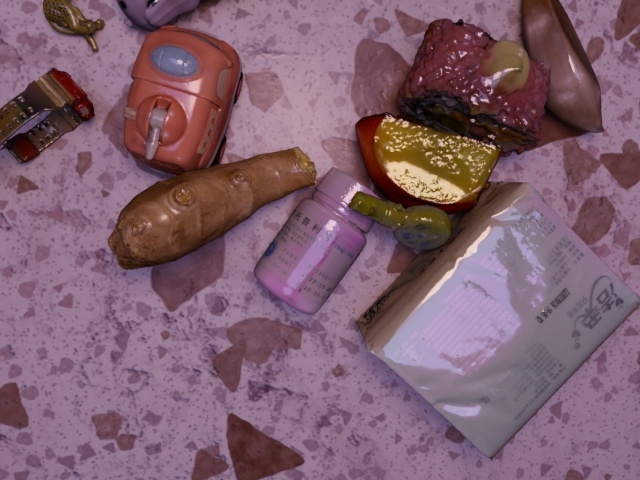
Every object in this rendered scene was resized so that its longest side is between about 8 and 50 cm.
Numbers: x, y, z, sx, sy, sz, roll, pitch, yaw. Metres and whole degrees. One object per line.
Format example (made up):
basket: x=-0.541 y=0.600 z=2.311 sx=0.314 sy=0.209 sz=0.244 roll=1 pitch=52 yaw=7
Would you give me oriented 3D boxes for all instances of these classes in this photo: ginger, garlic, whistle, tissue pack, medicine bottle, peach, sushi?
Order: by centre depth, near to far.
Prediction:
whistle: x=0.142 y=-0.042 z=0.958 sx=0.198 sy=0.104 sz=0.057 roll=22 pitch=57 yaw=-19
ginger: x=-0.186 y=-0.048 z=0.975 sx=0.375 sy=0.236 sz=0.166 roll=-10 pitch=62 yaw=-31
sushi: x=0.287 y=-0.274 z=0.978 sx=0.270 sy=0.236 sz=0.171 roll=25 pitch=81 yaw=-7
peach: x=0.178 y=-0.132 z=1.012 sx=0.267 sy=0.159 sz=0.154 roll=17 pitch=82 yaw=6
medicine bottle: x=0.000 y=0.000 z=1.020 sx=0.152 sy=0.152 sz=0.254 roll=34 pitch=92 yaw=-6
tissue pack: x=0.321 y=0.138 z=1.029 sx=0.332 sy=0.205 sz=0.405 roll=43 pitch=91 yaw=-7
garlic: x=0.454 y=-0.349 z=1.032 sx=0.112 sy=0.143 sz=0.318 roll=-13 pitch=93 yaw=40

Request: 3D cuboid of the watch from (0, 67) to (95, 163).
watch: x=-0.528 y=-0.189 z=0.955 sx=0.268 sy=0.165 sz=0.102 roll=-41 pitch=96 yaw=-2

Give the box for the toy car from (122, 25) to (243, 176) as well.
toy car: x=-0.248 y=-0.247 z=0.947 sx=0.180 sy=0.212 sz=0.270 roll=16 pitch=94 yaw=-5

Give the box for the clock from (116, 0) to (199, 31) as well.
clock: x=-0.260 y=-0.477 z=0.959 sx=0.254 sy=0.189 sz=0.189 roll=-33 pitch=97 yaw=7

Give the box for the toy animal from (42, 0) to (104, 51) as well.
toy animal: x=-0.467 y=-0.450 z=0.992 sx=0.136 sy=0.073 sz=0.181 roll=10 pitch=107 yaw=3
